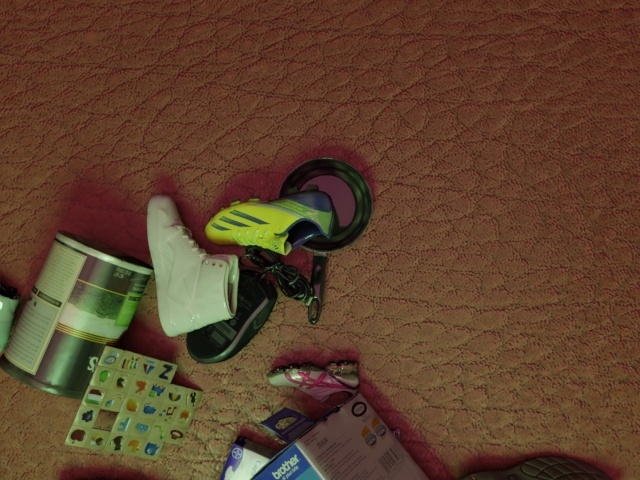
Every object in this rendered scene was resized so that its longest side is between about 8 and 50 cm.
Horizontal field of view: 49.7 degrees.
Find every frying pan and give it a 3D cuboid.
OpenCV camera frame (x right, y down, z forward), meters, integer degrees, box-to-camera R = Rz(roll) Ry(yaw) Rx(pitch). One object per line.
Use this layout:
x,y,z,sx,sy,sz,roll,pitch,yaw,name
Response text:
0.028,-0.011,1.418,0.197,0.053,0.326,-17,87,3,frying pan

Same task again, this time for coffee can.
-0.474,0.143,1.354,0.202,0.201,0.275,22,87,4,coffee can

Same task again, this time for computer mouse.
-0.153,0.144,1.399,0.272,0.072,0.188,-46,61,-5,computer mouse

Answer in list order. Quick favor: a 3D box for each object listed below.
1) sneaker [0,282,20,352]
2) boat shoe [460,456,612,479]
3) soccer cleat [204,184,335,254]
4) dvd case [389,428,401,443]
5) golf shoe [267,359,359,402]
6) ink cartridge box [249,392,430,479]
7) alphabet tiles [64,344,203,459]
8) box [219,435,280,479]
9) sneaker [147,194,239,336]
-0.746,0.115,1.422,0.256,0.094,0.151,25,93,-6,sneaker
0.413,0.508,1.343,0.324,0.123,0.116,-3,116,-6,boat shoe
-0.107,-0.024,1.366,0.289,0.093,0.121,-13,68,22,soccer cleat
0.106,0.429,1.402,0.119,0.013,0.087,-4,86,1,dvd case
-0.014,0.287,1.391,0.186,0.067,0.086,-2,87,2,golf shoe
0.057,0.453,1.246,0.151,0.270,0.395,-44,76,25,ink cartridge box
-0.353,0.327,1.359,0.237,0.009,0.198,25,86,-36,alphabet tiles
-0.129,0.480,1.380,0.137,0.072,0.126,21,88,3,box
-0.244,0.031,1.379,0.169,0.108,0.292,-15,77,11,sneaker
